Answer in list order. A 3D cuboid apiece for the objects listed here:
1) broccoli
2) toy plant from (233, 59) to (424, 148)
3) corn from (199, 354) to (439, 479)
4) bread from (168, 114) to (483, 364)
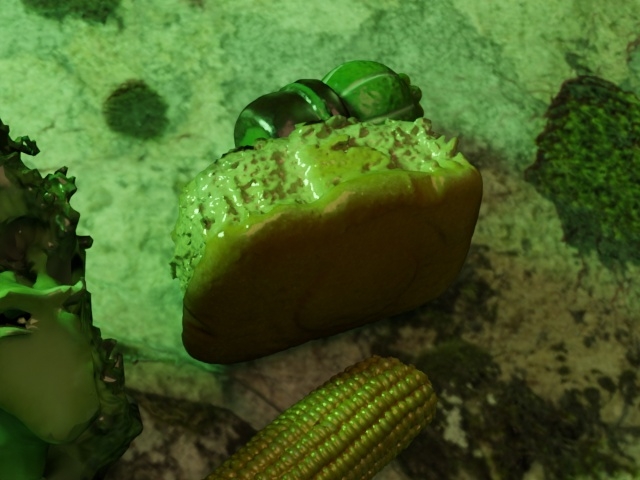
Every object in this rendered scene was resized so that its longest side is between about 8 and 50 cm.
[{"bbox_3d":[-0.248,0.088,0.940,0.249,0.302,0.375,-8,93,-3],"label":"broccoli"},{"bbox_3d":[0.013,-0.093,1.237,0.162,0.093,0.093,-25,73,-32],"label":"toy plant"},{"bbox_3d":[-0.020,0.169,1.089,0.248,0.081,0.081,-37,78,-30],"label":"corn"},{"bbox_3d":[0.000,0.000,1.140,0.245,0.174,0.121,-17,49,-27],"label":"bread"}]
